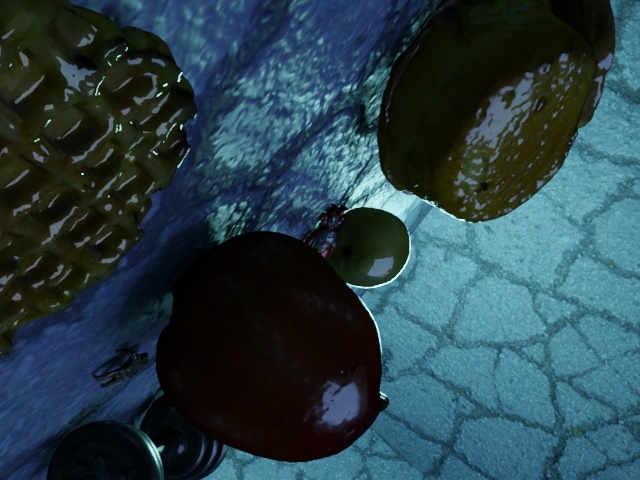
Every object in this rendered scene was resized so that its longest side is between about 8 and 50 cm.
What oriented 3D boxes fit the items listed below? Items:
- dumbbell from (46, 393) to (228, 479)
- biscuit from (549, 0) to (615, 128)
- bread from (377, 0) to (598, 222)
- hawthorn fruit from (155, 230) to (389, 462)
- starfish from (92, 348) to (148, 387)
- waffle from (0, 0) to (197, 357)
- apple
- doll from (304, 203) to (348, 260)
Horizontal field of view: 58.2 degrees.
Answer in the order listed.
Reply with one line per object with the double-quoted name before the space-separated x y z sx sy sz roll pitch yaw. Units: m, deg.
"dumbbell" -0.282 0.357 0.954 0.179 0.179 0.406 -50 170 3
"biscuit" 0.426 -0.360 1.005 0.312 0.057 0.351 61 30 -79
"bread" 0.260 -0.200 0.888 0.337 0.204 0.358 -31 142 -19
"hawthorn fruit" -0.067 0.137 0.740 0.295 0.311 0.295 -36 155 -19
"starfish" -0.267 0.171 0.778 0.078 0.028 0.091 -51 164 23
"waffle" -0.198 -0.016 0.342 0.281 0.058 0.301 -53 167 14
"apple" 0.103 0.017 1.284 0.200 0.200 0.200 -47 169 -12
"doll" 0.000 0.000 1.177 0.109 0.057 0.169 -3 121 -54
